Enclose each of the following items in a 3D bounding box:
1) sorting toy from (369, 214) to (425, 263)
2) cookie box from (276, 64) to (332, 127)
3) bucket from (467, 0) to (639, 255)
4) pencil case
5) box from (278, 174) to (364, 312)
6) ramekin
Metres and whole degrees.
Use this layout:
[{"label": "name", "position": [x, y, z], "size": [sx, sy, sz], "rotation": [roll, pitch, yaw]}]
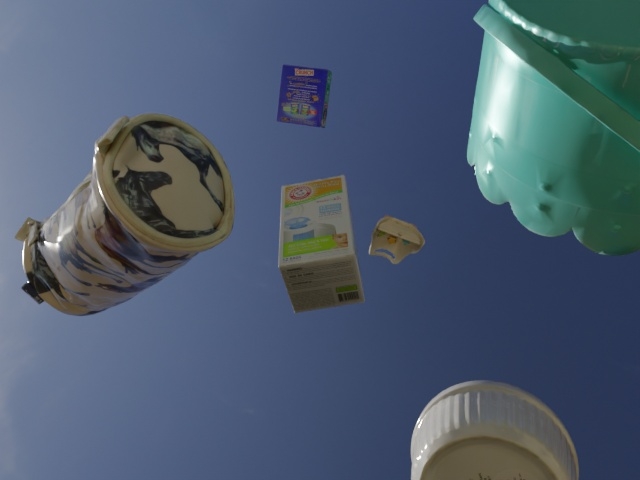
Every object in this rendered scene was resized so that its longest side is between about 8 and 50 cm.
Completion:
[{"label": "sorting toy", "position": [0.116, 0.005, 0.856], "size": [0.083, 0.075, 0.045], "rotation": [20, -144, -6]}, {"label": "cookie box", "position": [-0.031, -0.277, 1.006], "size": [0.091, 0.040, 0.107], "rotation": [10, -78, 9]}, {"label": "bucket", "position": [0.260, -0.143, 0.436], "size": [0.280, 0.183, 0.281], "rotation": [-8, -132, 9]}, {"label": "pencil case", "position": [-0.270, -0.015, 0.681], "size": [0.410, 0.183, 0.160], "rotation": [-25, -133, 47]}, {"label": "box", "position": [0.000, 0.000, 0.830], "size": [0.114, 0.103, 0.203], "rotation": [-9, -140, 6]}, {"label": "ramekin", "position": [0.208, 0.289, 0.638], "size": [0.207, 0.109, 0.207], "rotation": [2, -83, 18]}]
